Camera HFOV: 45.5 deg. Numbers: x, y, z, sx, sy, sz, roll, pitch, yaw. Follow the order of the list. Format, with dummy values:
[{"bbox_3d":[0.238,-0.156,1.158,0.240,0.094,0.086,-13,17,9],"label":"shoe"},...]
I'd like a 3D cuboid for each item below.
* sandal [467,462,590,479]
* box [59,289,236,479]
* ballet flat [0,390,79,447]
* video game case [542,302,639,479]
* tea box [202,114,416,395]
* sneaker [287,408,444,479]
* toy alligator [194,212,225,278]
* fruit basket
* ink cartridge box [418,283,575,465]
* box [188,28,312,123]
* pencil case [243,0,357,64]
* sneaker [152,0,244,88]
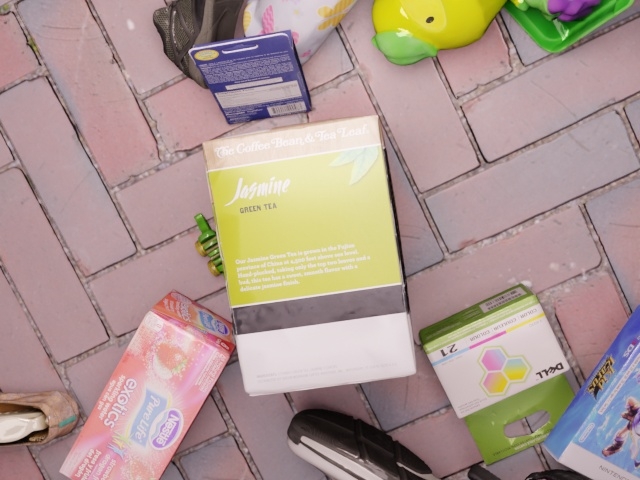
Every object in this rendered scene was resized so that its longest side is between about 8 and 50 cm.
[{"bbox_3d":[0.439,0.445,1.165,0.446,0.167,0.107,28,77,13],"label":"sandal"},{"bbox_3d":[-0.259,0.248,1.198,0.142,0.154,0.299,30,98,-1],"label":"box"},{"bbox_3d":[-0.560,0.298,1.248,0.316,0.106,0.107,-9,98,5],"label":"ballet flat"},{"bbox_3d":[0.519,0.268,1.172,0.244,0.061,0.269,29,99,-16],"label":"video game case"},{"bbox_3d":[0.000,0.000,1.057,0.220,0.329,0.323,-8,97,5],"label":"tea box"},{"bbox_3d":[0.100,0.469,1.199,0.448,0.169,0.257,32,97,-4],"label":"sneaker"},{"bbox_3d":[-0.148,0.040,1.211,0.056,0.051,0.189,-31,95,8],"label":"toy alligator"},{"bbox_3d":[0.227,-0.401,1.035,0.393,0.283,0.391,1,86,-10],"label":"fruit basket"},{"bbox_3d":[0.294,0.224,1.189,0.189,0.097,0.255,-26,95,6],"label":"ink cartridge box"},{"bbox_3d":[-0.094,-0.237,1.086,0.137,0.225,0.036,-8,74,5],"label":"box"},{"bbox_3d":[-0.003,-0.360,1.051,0.273,0.114,0.124,-39,72,46],"label":"pencil case"},{"bbox_3d":[-0.178,-0.349,1.108,0.130,0.087,0.227,33,125,22],"label":"sneaker"}]
